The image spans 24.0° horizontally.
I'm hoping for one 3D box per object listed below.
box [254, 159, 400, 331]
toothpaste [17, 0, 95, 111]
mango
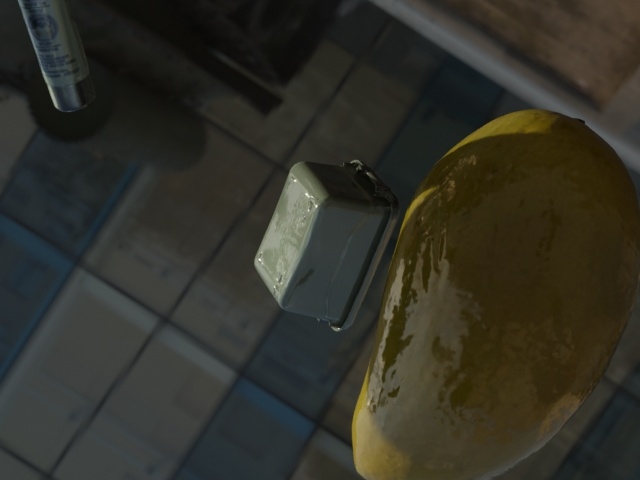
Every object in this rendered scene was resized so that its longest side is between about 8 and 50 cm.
[{"bbox_3d":[0.000,0.000,1.620,0.093,0.172,0.124,10,-157,-29],"label":"box"},{"bbox_3d":[-0.238,-0.220,1.262,0.062,0.239,0.039,-2,-148,19],"label":"toothpaste"},{"bbox_3d":[0.148,0.051,1.202,0.195,0.331,0.142,11,169,21],"label":"mango"}]
